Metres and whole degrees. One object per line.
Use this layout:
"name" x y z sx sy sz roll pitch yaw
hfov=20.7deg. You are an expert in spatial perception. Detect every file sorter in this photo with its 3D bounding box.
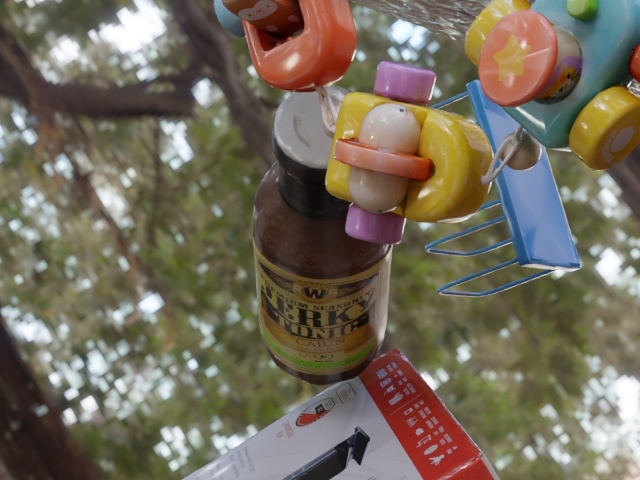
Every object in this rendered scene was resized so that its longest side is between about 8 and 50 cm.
"file sorter" 0.146 -0.042 1.588 0.104 0.170 0.118 -21 -13 27

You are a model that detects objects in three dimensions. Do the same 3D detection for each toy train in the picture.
"toy train" 0.030 -0.066 0.533 0.166 0.125 0.046 -15 -9 37

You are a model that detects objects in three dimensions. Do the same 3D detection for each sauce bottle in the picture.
"sauce bottle" 0.000 0.000 1.337 0.111 0.111 0.344 -28 -25 -12

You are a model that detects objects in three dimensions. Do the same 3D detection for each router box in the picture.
"router box" -0.018 0.228 1.341 0.301 0.082 0.335 -32 12 -2

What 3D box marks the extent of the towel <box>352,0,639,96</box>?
"towel" 0.140 -0.175 1.244 0.332 0.317 0.053 17 -86 -79
